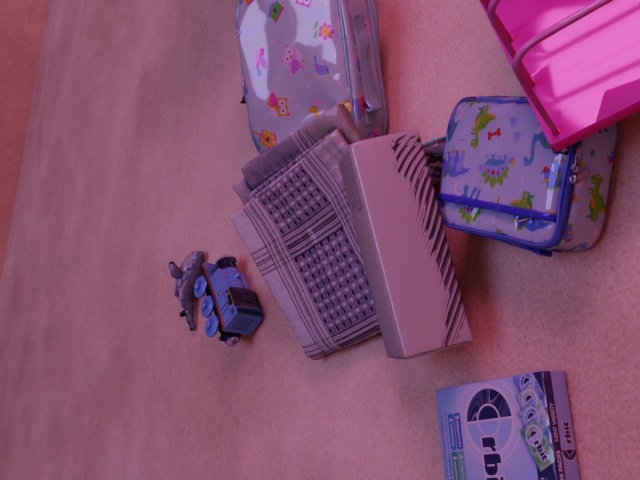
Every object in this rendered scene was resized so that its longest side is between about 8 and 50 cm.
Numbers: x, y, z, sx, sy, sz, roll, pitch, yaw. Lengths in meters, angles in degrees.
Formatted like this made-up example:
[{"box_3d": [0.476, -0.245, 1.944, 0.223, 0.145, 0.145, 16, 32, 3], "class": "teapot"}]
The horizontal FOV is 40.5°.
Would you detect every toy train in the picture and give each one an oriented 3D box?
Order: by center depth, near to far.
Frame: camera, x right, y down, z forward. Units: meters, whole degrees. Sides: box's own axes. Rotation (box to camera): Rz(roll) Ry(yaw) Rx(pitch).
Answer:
[{"box_3d": [-0.173, 0.107, 1.614, 0.105, 0.080, 0.184, -50, 43, 28], "class": "toy train"}]

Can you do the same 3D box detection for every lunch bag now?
[{"box_3d": [0.234, -0.078, 1.014, 0.219, 0.090, 0.176, 21, 105, 57], "class": "lunch bag"}, {"box_3d": [-0.007, -0.252, 1.320, 0.224, 0.108, 0.279, 0, 103, 36], "class": "lunch bag"}]

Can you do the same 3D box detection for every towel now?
[{"box_3d": [0.000, 0.000, 1.281, 0.312, 0.056, 0.324, -31, 83, 50], "class": "towel"}]

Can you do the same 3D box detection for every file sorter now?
[{"box_3d": [0.251, -0.285, 0.869, 0.202, 0.182, 0.291, -27, 58, 18], "class": "file sorter"}]

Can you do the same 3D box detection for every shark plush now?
[{"box_3d": [-0.270, 0.102, 1.782, 0.067, 0.073, 0.161, -1, 77, 26], "class": "shark plush"}]

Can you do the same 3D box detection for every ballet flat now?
[{"box_3d": [0.118, -0.095, 1.218, 0.188, 0.070, 0.070, -13, 74, 59], "class": "ballet flat"}]

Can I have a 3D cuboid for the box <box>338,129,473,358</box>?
[{"box_3d": [0.104, 0.008, 1.104, 0.113, 0.094, 0.275, 140, 116, -81], "class": "box"}]

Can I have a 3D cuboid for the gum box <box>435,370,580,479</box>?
[{"box_3d": [0.217, 0.244, 1.024, 0.184, 0.041, 0.157, -26, 63, 53], "class": "gum box"}]

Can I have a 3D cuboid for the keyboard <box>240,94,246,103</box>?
[{"box_3d": [-0.055, -0.257, 1.532, 0.317, 0.033, 0.201, 15, 90, 57], "class": "keyboard"}]
